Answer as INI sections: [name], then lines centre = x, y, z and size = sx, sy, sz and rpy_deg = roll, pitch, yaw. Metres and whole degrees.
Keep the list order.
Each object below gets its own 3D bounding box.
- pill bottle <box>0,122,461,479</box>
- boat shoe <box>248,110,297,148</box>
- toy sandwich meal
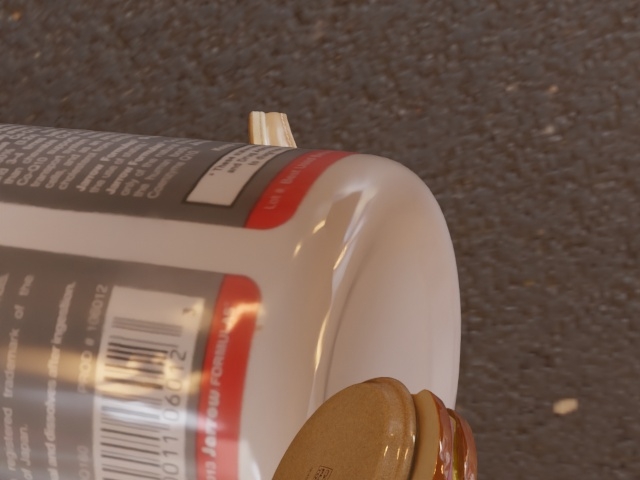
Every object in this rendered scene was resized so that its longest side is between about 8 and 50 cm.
[pill bottle]
centre = -0.133, 0.049, 0.794
size = 0.363, 0.210, 0.210
rpy_deg = 7, 82, 23
[boat shoe]
centre = 0.000, 0.000, 0.948
size = 0.059, 0.063, 0.170
rpy_deg = -14, 70, -5
[toy sandwich meal]
centre = 0.013, 0.078, 0.507
size = 0.029, 0.085, 0.085
rpy_deg = 31, 77, -21
